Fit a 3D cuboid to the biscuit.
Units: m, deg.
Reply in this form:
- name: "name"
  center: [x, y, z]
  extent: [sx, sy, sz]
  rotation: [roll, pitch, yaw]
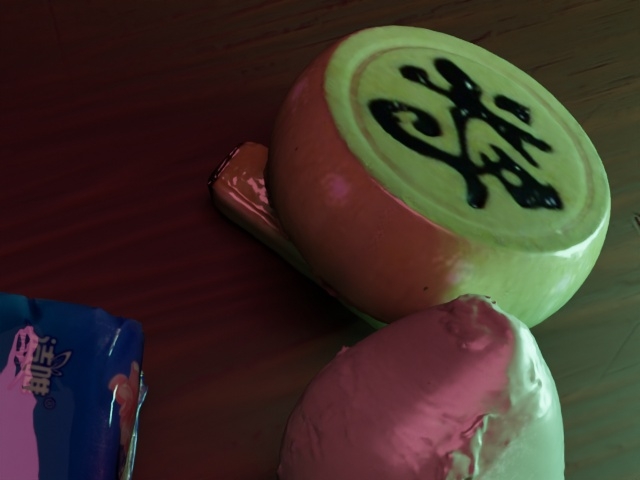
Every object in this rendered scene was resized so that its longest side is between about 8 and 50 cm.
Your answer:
- name: "biscuit"
  center: [0.000, 0.000, 1.169]
  extent: [0.188, 0.052, 0.056]
  rotation: [36, 67, 8]

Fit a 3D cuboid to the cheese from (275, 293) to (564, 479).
- name: "cheese"
  center: [0.062, 0.146, 1.029]
  extent: [0.189, 0.198, 0.154]
  rotation: [-36, 45, -25]

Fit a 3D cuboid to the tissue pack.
- name: "tissue pack"
  center: [-0.222, 0.172, 0.983]
  extent: [0.209, 0.137, 0.269]
  rotation: [10, 60, -8]

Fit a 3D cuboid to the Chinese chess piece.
- name: "Chinese chess piece"
  center: [0.086, -0.044, 1.134]
  extent: [0.257, 0.104, 0.257]
  rotation: [17, 41, -16]
